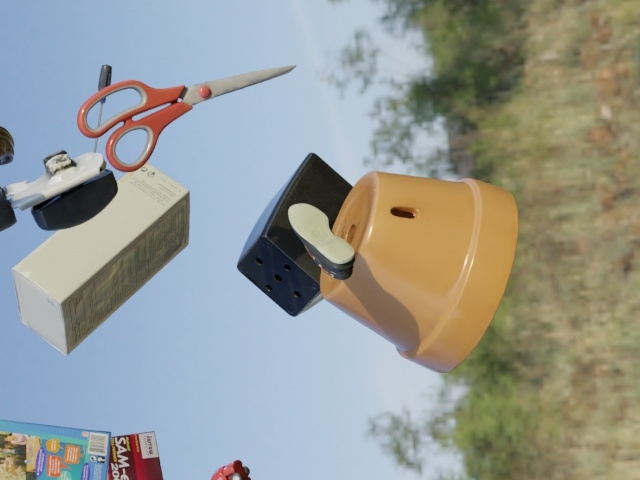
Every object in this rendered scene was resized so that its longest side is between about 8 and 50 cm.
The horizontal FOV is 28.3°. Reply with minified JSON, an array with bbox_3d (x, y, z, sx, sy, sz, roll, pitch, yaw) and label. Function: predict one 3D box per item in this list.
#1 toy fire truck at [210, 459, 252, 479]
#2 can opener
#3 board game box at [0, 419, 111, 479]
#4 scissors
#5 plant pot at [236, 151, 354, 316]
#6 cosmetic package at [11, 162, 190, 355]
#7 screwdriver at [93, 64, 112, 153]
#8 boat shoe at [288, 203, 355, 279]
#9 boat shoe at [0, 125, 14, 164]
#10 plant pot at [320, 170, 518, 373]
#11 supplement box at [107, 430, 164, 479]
[{"bbox_3d":[-0.151,0.488,2.183,0.192,0.135,0.047,61,-163,1],"label":"toy fire truck"},{"bbox_3d":[-0.354,-0.022,1.379,0.074,0.280,0.093,41,152,61],"label":"can opener"},{"bbox_3d":[-0.368,0.299,1.548,0.047,0.210,0.160,113,162,-45],"label":"board game box"},{"bbox_3d":[-0.169,-0.193,1.615,0.109,0.297,0.021,61,161,-13],"label":"scissors"},{"bbox_3d":[-0.024,0.008,2.028,0.167,0.187,0.188,-49,1,-35],"label":"plant pot"},{"bbox_3d":[-0.357,0.026,2.109,0.309,0.113,0.160,-43,-23,-33],"label":"cosmetic package"},{"bbox_3d":[-0.400,-0.236,2.312,0.025,0.024,0.169,-29,-51,-74],"label":"screwdriver"},{"bbox_3d":[-0.002,0.001,1.612,0.133,0.049,0.042,48,149,39],"label":"boat shoe"},{"bbox_3d":[-0.436,-0.116,1.609,0.178,0.064,0.060,51,-155,-79],"label":"boat shoe"},{"bbox_3d":[0.130,0.027,1.845,0.291,0.204,0.290,-160,90,-76],"label":"plant pot"},{"bbox_3d":[-0.420,0.442,2.376,0.130,0.240,0.073,-110,19,-46],"label":"supplement box"}]
